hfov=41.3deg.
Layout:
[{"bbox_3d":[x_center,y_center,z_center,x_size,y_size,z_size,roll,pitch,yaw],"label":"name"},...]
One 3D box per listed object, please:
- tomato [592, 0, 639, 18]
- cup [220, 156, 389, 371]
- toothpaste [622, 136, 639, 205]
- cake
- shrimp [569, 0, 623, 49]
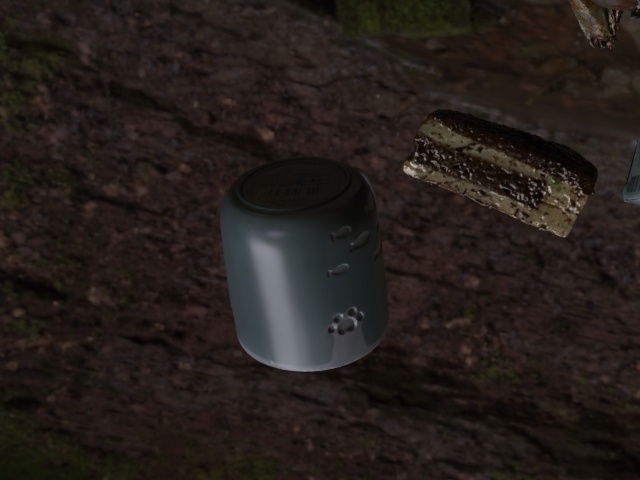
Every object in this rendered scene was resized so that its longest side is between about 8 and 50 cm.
[{"bbox_3d":[0.585,-0.511,1.440,0.317,0.282,0.316,-1,-170,0],"label":"tomato"},{"bbox_3d":[0.000,0.000,1.398,0.260,0.274,0.357,13,-143,29],"label":"cup"},{"bbox_3d":[0.593,-0.217,1.411,0.081,0.336,0.067,16,178,-6],"label":"toothpaste"},{"bbox_3d":[0.251,-0.089,1.138,0.246,0.112,0.135,12,-158,-29],"label":"cake"},{"bbox_3d":[0.605,-0.509,1.808,0.062,0.154,0.294,61,-175,36],"label":"shrimp"}]
